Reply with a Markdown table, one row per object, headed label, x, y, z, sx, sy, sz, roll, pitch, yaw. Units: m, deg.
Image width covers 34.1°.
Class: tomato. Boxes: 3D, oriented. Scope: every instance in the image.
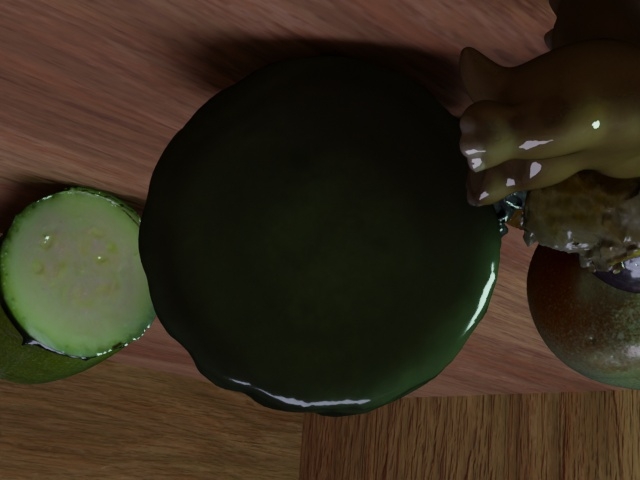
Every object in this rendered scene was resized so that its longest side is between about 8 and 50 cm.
| label | x | y | z | sx | sy | sz | roll | pitch | yaw |
| --- | --- | --- | --- | --- | --- | --- | --- | --- | --- |
| tomato | 0.436 | 0.077 | 1.391 | 0.303 | 0.239 | 0.303 | 8 | 168 | 2 |

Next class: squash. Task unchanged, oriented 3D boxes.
| label | x | y | z | sx | sy | sz | roll | pitch | yaw |
| --- | --- | --- | --- | --- | --- | --- | --- | --- | --- |
| squash | -0.414 | 0.086 | 1.639 | 0.263 | 0.263 | 0.384 | 12 | 162 | -24 |

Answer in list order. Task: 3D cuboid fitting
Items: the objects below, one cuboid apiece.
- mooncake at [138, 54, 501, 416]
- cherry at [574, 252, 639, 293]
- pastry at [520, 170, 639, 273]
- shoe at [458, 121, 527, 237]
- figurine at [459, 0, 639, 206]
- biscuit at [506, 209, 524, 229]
| label | x | y | z | sx | sy | sz | roll | pitch | yaw |
| --- | --- | --- | --- | --- | --- | --- | --- | --- | --- |
| mooncake | 0.000 | 0.000 | 1.052 | 0.356 | 0.356 | 0.194 | 5 | 169 | -2 |
| cherry | 0.357 | -0.029 | 1.201 | 0.176 | 0.176 | 0.140 | -11 | -177 | 44 |
| pastry | 0.323 | -0.064 | 0.983 | 0.236 | 0.121 | 0.257 | -32 | -173 | -27 |
| shoe | 0.182 | -0.060 | 1.179 | 0.291 | 0.137 | 0.114 | -11 | 159 | 35 |
| figurine | 0.217 | -0.142 | 0.816 | 0.247 | 0.173 | 0.177 | -13 | 165 | 6 |
| biscuit | 0.243 | -0.058 | 1.374 | 0.131 | 0.026 | 0.237 | 3 | 165 | 12 |
